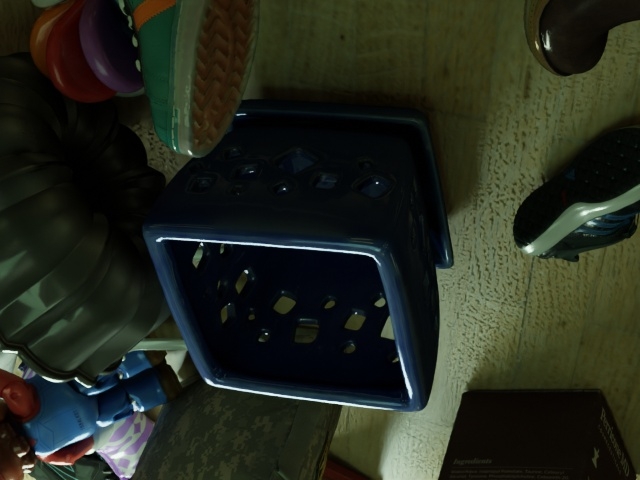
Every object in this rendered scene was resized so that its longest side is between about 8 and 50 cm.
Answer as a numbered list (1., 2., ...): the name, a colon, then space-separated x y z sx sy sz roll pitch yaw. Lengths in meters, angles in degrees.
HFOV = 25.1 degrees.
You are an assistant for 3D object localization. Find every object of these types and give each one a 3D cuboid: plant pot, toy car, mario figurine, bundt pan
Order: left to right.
1. mario figurine: -0.338 0.184 1.687 0.198 0.320 0.170 64 167 -6
2. bundt pan: -0.239 -0.036 1.344 0.124 0.331 0.331 -30 122 16
3. toy car: -0.179 -0.185 1.264 0.182 0.136 0.159 -11 131 34
4. plant pot: 0.000 0.000 1.336 0.235 0.212 0.236 5 138 20

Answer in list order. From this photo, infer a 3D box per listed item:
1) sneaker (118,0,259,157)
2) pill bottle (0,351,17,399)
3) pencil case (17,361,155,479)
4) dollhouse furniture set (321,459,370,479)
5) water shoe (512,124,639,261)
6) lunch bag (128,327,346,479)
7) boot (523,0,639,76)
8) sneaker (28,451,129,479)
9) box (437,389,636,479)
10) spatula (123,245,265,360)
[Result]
1. sneaker: -0.123 -0.221 1.156 0.121 0.108 0.302 9 104 24
2. pill bottle: -0.427 0.114 1.733 0.131 0.131 0.229 24 142 -2
3. pencil case: -0.289 0.219 1.824 0.206 0.088 0.086 44 148 -27
4. dollhouse furniture set: 0.079 0.455 1.852 0.374 0.201 0.152 30 141 -20
5. water shoe: 0.260 -0.041 1.297 0.080 0.073 0.203 16 151 -29
6. lunch bag: -0.084 0.249 1.645 0.169 0.235 0.287 38 138 -18
7. boot: 0.259 -0.179 1.058 0.206 0.090 0.248 22 154 20
8. sneaker: -0.296 0.330 1.925 0.267 0.101 0.106 46 124 -7
9. box: 0.233 0.293 1.574 0.167 0.203 0.168 -4 135 29
10. spatula: -0.183 0.065 1.568 0.242 0.019 0.168 -1 120 -1
